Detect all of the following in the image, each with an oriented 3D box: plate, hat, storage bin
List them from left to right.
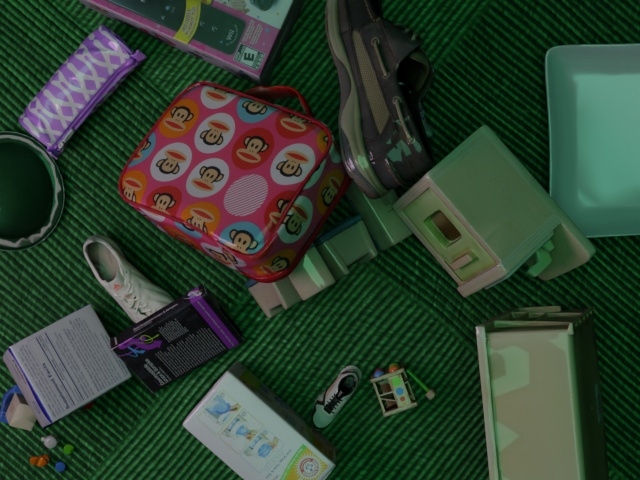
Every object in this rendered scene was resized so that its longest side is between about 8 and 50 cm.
[{"bbox_3d":[-0.476,-0.056,1.491,0.172,0.183,0.209,-23,91,8],"label":"hat"},{"bbox_3d":[0.309,0.227,1.411,0.123,0.260,0.263,-6,90,22],"label":"storage bin"},{"bbox_3d":[0.462,-0.143,1.495,0.277,0.045,0.278,-2,91,5],"label":"plate"}]

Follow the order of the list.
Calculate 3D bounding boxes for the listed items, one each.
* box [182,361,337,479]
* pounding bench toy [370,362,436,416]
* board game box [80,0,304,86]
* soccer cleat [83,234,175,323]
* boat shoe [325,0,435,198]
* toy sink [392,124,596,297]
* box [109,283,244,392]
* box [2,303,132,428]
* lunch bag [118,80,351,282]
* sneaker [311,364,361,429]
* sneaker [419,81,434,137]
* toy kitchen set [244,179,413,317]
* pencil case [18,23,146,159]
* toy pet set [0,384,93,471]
[{"bbox_3d":[-0.083,0.285,1.506,0.203,0.114,0.103,41,92,2],"label":"box"},{"bbox_3d":[0.121,0.210,1.521,0.083,0.052,0.065,-20,89,4],"label":"pounding bench toy"},{"bbox_3d":[-0.175,-0.389,1.513,0.303,0.097,0.224,24,92,4],"label":"board game box"},{"bbox_3d":[-0.280,0.072,1.536,0.068,0.076,0.196,-43,88,4],"label":"soccer cleat"},{"bbox_3d":[0.094,-0.229,1.438,0.130,0.132,0.356,-13,69,19],"label":"boat shoe"},{"bbox_3d":[0.233,-0.013,1.442,0.131,0.153,0.234,-41,89,-20],"label":"toy sink"},{"bbox_3d":[-0.209,0.145,1.525,0.162,0.029,0.116,-31,129,3],"label":"box"},{"bbox_3d":[-0.369,0.183,1.517,0.137,0.072,0.126,-29,88,-31],"label":"box"},{"bbox_3d":[-0.110,-0.104,1.443,0.293,0.120,0.258,26,78,32],"label":"lunch bag"},{"bbox_3d":[0.020,0.232,1.534,0.040,0.044,0.109,33,95,1],"label":"sneaker"},{"bbox_3d":[0.144,-0.203,1.520,0.069,0.038,0.098,-44,88,4],"label":"sneaker"},{"bbox_3d":[0.000,0.000,1.524,0.207,0.166,0.122,-30,89,-33],"label":"toy kitchen set"},{"bbox_3d":[-0.352,-0.219,1.530,0.206,0.086,0.088,-50,53,5],"label":"pencil case"},{"bbox_3d":[-0.422,0.268,1.570,0.114,0.065,0.122,23,96,-31],"label":"toy pet set"}]
